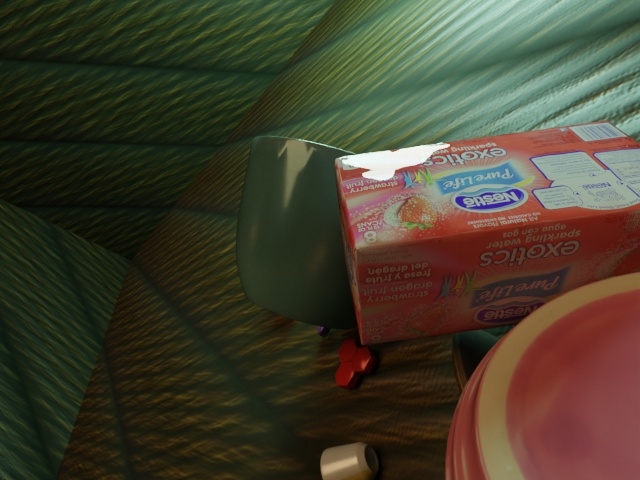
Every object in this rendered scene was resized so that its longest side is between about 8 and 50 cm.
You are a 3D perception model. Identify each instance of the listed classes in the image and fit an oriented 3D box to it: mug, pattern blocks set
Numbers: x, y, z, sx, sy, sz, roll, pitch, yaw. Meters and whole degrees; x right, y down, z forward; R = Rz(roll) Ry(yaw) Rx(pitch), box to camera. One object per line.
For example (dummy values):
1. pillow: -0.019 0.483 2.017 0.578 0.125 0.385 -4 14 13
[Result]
1. mug: 0.048 0.312 0.577 0.064 0.078 0.062 -33 4 22
2. pattern blocks set: 0.110 0.065 0.739 0.325 0.026 0.285 -49 30 14

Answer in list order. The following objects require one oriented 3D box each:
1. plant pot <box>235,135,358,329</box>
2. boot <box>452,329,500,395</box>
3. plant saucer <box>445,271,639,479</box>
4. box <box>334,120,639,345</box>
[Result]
1. plant pot: 0.000 0.000 0.667 0.293 0.293 0.235 16 89 60
2. boot: 0.181 0.217 0.416 0.305 0.112 0.115 -93 20 -55
3. plant saucer: 0.232 0.127 0.252 0.332 0.084 0.332 -24 27 13
4. box: 0.174 -0.009 0.438 0.300 0.142 0.154 -8 41 0
